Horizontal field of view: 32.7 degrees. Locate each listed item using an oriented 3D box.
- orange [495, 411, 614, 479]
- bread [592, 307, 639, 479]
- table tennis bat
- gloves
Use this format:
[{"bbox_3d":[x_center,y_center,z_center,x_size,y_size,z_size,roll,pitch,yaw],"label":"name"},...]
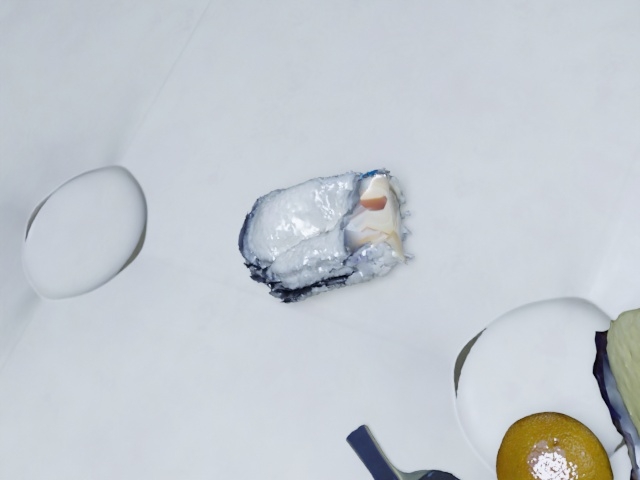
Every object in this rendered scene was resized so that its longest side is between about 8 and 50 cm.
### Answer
[{"bbox_3d":[0.164,0.160,0.766,0.085,0.085,0.085,-11,59,19],"label":"orange"},{"bbox_3d":[0.350,0.157,0.576,0.242,0.405,0.346,-7,75,-6],"label":"bread"},{"bbox_3d":[0.068,0.205,0.825,0.095,0.014,0.158,-39,56,3],"label":"table tennis bat"},{"bbox_3d":[0.002,0.001,0.935,0.153,0.070,0.114,-11,66,20],"label":"gloves"}]
